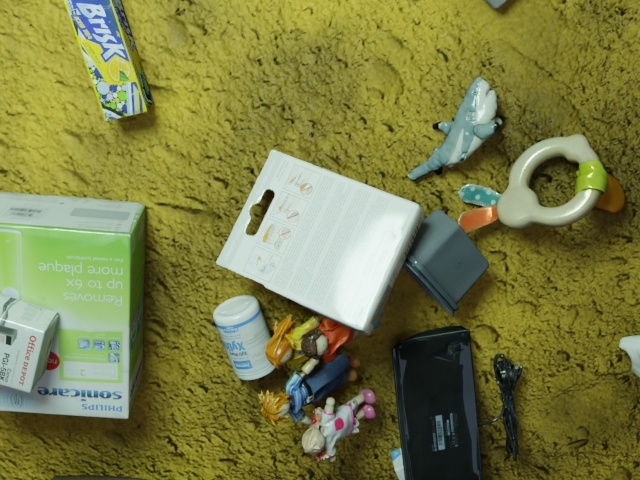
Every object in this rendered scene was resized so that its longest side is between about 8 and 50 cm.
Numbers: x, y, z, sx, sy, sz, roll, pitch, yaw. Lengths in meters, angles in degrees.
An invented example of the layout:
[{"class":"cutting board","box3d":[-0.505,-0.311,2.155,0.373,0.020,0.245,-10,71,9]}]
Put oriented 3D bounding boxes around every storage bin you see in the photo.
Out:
[{"class":"storage bin","box3d":[0.166,0.024,1.106,0.091,0.098,0.135,-44,128,-1]}]

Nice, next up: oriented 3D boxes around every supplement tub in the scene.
[{"class":"supplement tub","box3d":[-0.108,0.140,1.151,0.071,0.071,0.107,-16,112,4]}]

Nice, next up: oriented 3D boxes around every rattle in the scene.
[{"class":"rattle","box3d":[0.305,-0.056,1.108,0.199,0.142,0.130,-33,76,22]}]

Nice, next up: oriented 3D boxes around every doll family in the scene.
[{"class":"doll family","box3d":[-0.012,0.189,1.137,0.163,0.118,0.263,-23,125,-39]}]

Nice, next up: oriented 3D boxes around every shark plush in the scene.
[{"class":"shark plush","box3d":[0.182,-0.142,1.074,0.067,0.073,0.161,45,126,1]}]

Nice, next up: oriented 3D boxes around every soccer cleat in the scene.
[{"class":"soccer cleat","box3d":[0.526,0.204,1.221,0.196,0.076,0.068,49,62,-34]}]

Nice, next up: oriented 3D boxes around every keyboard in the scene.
[{"class":"keyboard","box3d":[0.219,0.284,1.221,0.201,0.033,0.317,-8,102,-6]}]

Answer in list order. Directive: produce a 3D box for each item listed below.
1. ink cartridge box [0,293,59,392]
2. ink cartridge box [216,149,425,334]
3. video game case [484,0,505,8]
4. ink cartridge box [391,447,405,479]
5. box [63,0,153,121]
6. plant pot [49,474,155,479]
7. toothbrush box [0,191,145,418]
[{"class":"ink cartridge box","box3d":[-0.415,0.123,1.006,0.135,0.056,0.099,17,111,-7]},{"class":"ink cartridge box","box3d":[0.000,0.000,1.051,0.224,0.056,0.181,22,80,21]},{"class":"video game case","box3d":[0.251,-0.442,0.845,0.329,0.036,0.300,-45,149,14]},{"class":"ink cartridge box","box3d":[0.158,0.347,1.264,0.083,0.048,0.028,-22,112,5]},{"class":"box","box3d":[-0.265,-0.241,0.991,0.059,0.054,0.169,-13,113,3]},{"class":"plant pot","box3d":[-0.322,0.451,1.214,0.230,0.215,0.215,18,111,5]},{"class":"toothbrush box","box3d":[-0.354,0.090,1.091,0.206,0.122,0.283,5,114,-4]}]
